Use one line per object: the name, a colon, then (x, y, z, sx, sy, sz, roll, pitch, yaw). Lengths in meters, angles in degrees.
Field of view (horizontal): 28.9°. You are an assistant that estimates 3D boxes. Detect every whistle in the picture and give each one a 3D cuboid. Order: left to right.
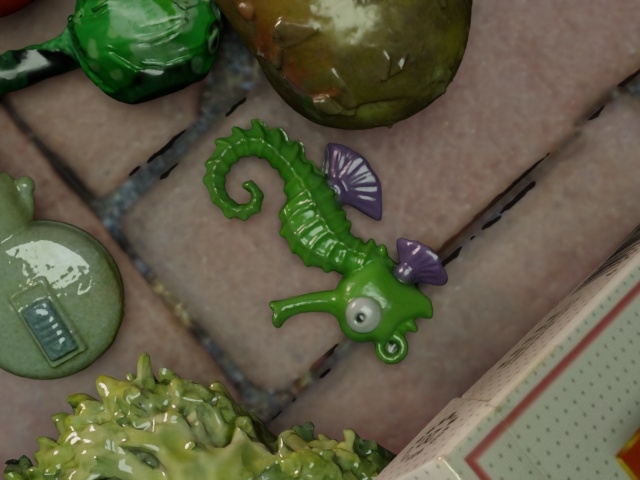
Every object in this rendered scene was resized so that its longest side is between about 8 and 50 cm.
whistle: (-0.201, 0.000, 0.794, 0.104, 0.057, 0.198, -28, 104, 3)

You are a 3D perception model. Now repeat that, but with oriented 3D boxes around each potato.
potato: (-0.003, -0.212, 0.779, 0.176, 0.141, 0.298, -22, 88, -32)

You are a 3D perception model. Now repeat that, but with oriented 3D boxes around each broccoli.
broccoli: (-0.074, 0.204, 0.645, 0.353, 0.397, 0.275, 8, 83, 40)

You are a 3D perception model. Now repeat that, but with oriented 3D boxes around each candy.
candy: (-0.219, -0.106, 0.818, 0.323, 0.097, 0.097, -17, 87, 6)

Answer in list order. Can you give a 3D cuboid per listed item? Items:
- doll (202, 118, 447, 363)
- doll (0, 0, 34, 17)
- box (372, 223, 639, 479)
doll: (0.000, 0.000, 0.818, 0.115, 0.050, 0.190, -35, 86, -9)
doll: (-0.221, -0.204, 0.778, 0.290, 0.161, 0.130, -43, 111, 7)
box: (0.204, 0.120, 0.708, 0.330, 0.095, 0.210, -37, 87, -37)
